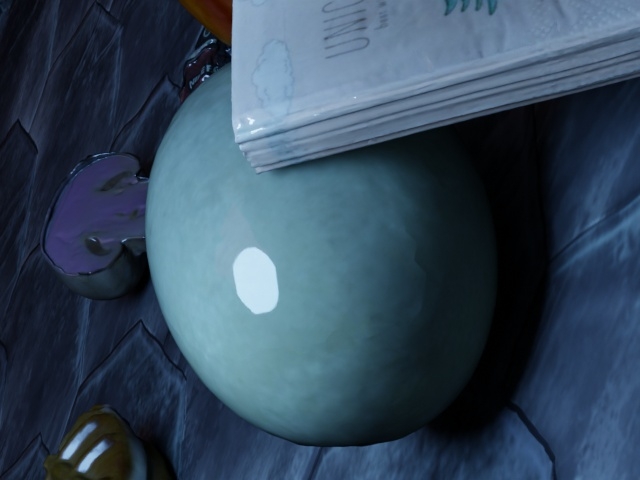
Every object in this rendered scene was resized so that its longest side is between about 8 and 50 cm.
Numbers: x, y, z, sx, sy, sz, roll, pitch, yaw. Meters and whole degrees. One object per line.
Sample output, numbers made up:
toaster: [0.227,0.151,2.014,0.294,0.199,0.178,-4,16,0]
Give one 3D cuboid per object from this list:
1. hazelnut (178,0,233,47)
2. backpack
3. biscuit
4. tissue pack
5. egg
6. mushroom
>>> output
hazelnut: [0.005,-0.321,1.479,0.315,0.372,0.372,-74,10,-64]
backpack: [-0.091,-0.164,1.928,0.165,0.105,0.120,-100,30,-44]
biscuit: [-0.281,0.351,1.897,0.366,0.115,0.268,-54,25,0]
tissue pack: [0.098,-0.156,1.238,0.325,0.071,0.170,-13,50,15]
egg: [0.000,0.000,1.380,0.352,0.258,0.258,-107,39,-57]
mushroom: [-0.246,-0.008,2.194,0.117,0.141,0.188,78,-164,-54]
